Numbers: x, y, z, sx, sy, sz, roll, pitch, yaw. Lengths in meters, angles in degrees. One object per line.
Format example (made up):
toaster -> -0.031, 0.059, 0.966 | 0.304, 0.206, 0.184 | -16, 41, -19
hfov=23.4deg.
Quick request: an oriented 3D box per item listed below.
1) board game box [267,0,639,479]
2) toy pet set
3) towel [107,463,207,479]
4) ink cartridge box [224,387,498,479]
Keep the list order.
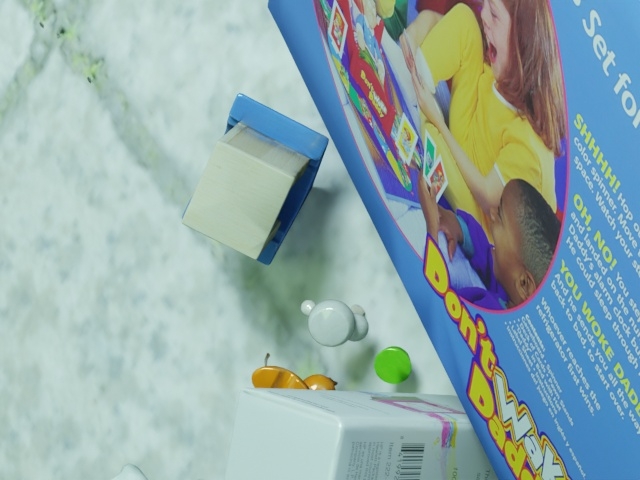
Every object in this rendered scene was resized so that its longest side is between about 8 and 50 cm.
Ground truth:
board game box -> 0.092, -0.018, 0.453 | 0.233, 0.078, 0.347 | 104, 145, -60
toy pet set -> 0.000, 0.000, 0.638 | 0.114, 0.065, 0.122 | 27, 108, 3
towel -> -0.028, 0.315, 0.592 | 0.374, 0.090, 0.320 | 39, 110, 36
ink cartridge box -> 0.023, 0.101, 0.552 | 0.052, 0.122, 0.088 | 12, 93, 44
